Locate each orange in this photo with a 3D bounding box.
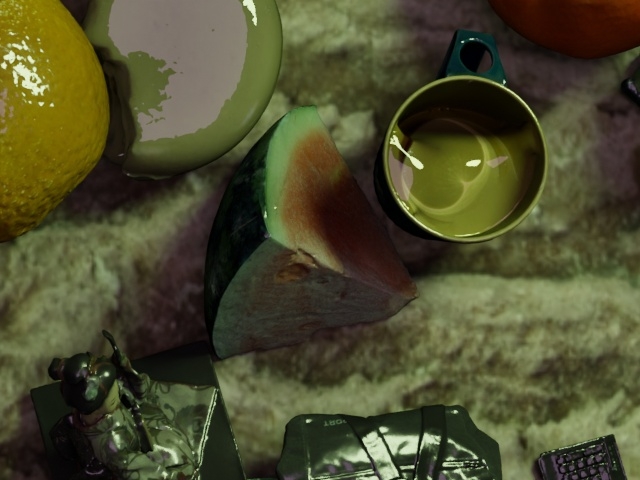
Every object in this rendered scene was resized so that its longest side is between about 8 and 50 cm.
[{"bbox_3d":[-0.281,-0.111,1.551,0.236,0.236,0.236,0,86,-6],"label":"orange"}]

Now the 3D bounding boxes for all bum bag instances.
[{"bbox_3d":[0.054,0.179,1.635,0.197,0.049,0.087,-4,61,-19],"label":"bum bag"}]

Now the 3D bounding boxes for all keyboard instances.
[{"bbox_3d":[0.242,0.266,1.682,0.074,0.015,0.196,-15,88,-7],"label":"keyboard"}]

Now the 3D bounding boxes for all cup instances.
[{"bbox_3d":[0.109,-0.079,1.620,0.131,0.155,0.176,10,84,-5],"label":"cup"}]

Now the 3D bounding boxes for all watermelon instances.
[{"bbox_3d":[-0.023,-0.005,1.659,0.202,0.136,0.207,46,49,-38],"label":"watermelon"}]

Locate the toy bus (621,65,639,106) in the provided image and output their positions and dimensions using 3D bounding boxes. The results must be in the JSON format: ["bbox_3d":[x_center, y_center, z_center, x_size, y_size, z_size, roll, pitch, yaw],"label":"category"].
[{"bbox_3d":[0.397,-0.195,1.654,0.133,0.165,0.276,41,84,-3],"label":"toy bus"}]

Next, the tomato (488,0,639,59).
[{"bbox_3d":[0.238,-0.277,1.619,0.180,0.260,0.260,-10,86,-50],"label":"tomato"}]

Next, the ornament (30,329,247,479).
[{"bbox_3d":[-0.149,0.130,1.533,0.153,0.196,0.166,-17,63,-5],"label":"ornament"}]

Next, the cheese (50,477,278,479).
[{"bbox_3d":[-0.079,0.268,1.611,0.320,0.083,0.204,29,73,10],"label":"cheese"}]

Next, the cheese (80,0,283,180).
[{"bbox_3d":[-0.120,-0.147,1.632,0.175,0.091,0.202,8,85,-4],"label":"cheese"}]
